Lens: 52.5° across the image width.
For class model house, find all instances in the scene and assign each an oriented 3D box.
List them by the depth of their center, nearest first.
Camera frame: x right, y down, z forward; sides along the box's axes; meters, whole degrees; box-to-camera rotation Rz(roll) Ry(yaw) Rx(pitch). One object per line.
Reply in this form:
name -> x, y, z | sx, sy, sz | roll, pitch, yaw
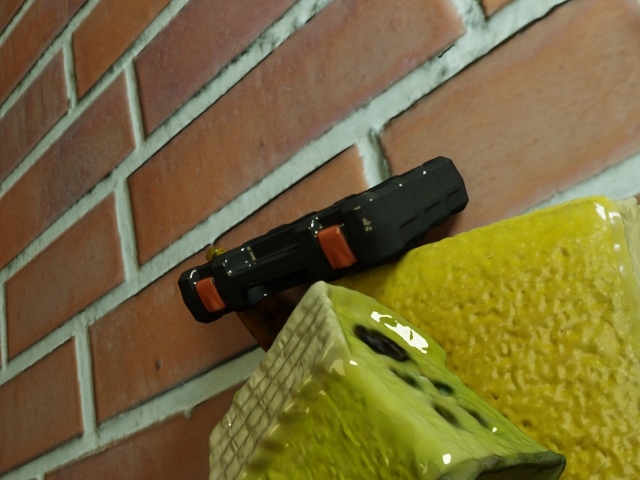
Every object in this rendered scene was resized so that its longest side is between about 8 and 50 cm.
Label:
model house -> 0.015, 0.155, 0.488 | 0.234, 0.175, 0.193 | 43, 109, 36

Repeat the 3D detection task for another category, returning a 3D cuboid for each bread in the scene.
bread -> 0.154, 0.150, 0.580 | 0.333, 0.143, 0.323 | -19, 68, 38

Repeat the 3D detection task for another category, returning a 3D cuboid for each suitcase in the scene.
suitcase -> 0.000, 0.001, 0.708 | 0.286, 0.206, 0.066 | -22, 95, 38

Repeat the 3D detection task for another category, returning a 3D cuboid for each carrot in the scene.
carrot -> -0.077, 0.093, 0.853 | 0.314, 0.066, 0.066 | 42, 110, 39
